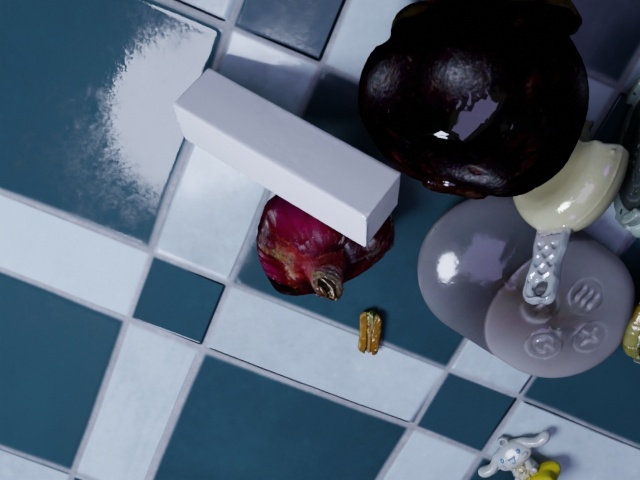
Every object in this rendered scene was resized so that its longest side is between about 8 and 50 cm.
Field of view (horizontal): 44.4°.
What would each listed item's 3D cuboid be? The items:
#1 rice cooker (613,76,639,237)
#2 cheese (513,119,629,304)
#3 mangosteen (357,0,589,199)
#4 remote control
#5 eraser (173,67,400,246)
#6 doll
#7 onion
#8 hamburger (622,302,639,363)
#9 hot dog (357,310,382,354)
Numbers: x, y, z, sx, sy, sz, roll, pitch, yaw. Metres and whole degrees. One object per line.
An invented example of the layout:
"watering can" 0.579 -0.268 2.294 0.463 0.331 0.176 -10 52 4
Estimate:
"rice cooker" 0.489 -0.096 0.938 0.227 0.241 0.280 10 106 1
"cheese" 0.291 -0.047 0.998 0.071 0.163 0.249 23 95 -28
"mangosteen" 0.188 -0.189 0.928 0.287 0.287 0.233 -37 117 21
"remote control" 0.293 0.068 1.114 0.332 0.103 0.221 32 106 -9
"eraser" -0.044 -0.109 0.994 0.298 0.078 0.076 32 158 17
"doll" 0.337 0.363 1.289 0.113 0.071 0.135 29 110 11
"onion" 0.000 0.000 1.044 0.195 0.218 0.140 -13 113 11
"hamburger" 0.511 0.126 1.092 0.185 0.113 0.177 -33 139 -19
"hot dog" 0.077 0.142 1.218 0.037 0.021 0.083 12 118 11
